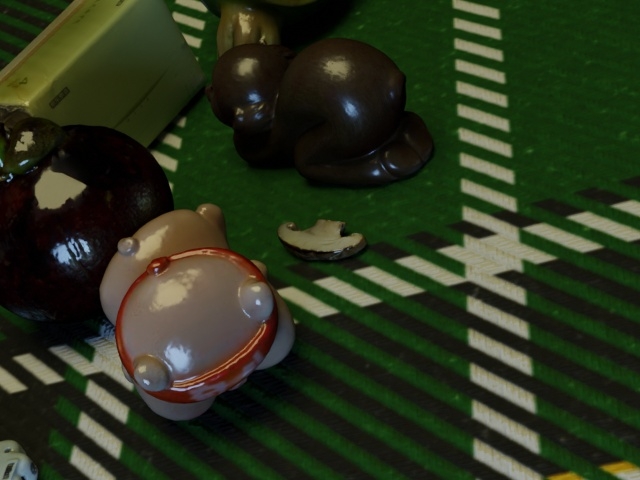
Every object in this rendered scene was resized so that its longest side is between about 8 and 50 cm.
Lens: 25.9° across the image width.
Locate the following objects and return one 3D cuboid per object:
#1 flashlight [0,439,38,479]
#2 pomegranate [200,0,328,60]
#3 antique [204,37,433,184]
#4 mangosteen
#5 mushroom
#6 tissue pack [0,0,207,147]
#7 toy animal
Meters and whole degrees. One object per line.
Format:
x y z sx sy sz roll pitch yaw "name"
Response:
-0.350 0.237 1.284 0.200 0.047 0.093 -13 39 22 "flashlight"
-0.069 -0.315 1.689 0.190 0.241 0.159 -19 -4 -25 "pomegranate"
-0.015 -0.146 1.455 0.257 0.143 0.121 15 56 44 "antique"
-0.254 -0.030 1.405 0.216 0.216 0.216 -16 39 14 "mangosteen"
0.000 0.000 1.372 0.101 0.019 0.049 10 51 35 "mushroom"
-0.262 -0.173 1.615 0.125 0.159 0.234 12 52 41 "tissue pack"
-0.115 0.066 1.260 0.171 0.171 0.198 -31 32 -5 "toy animal"
